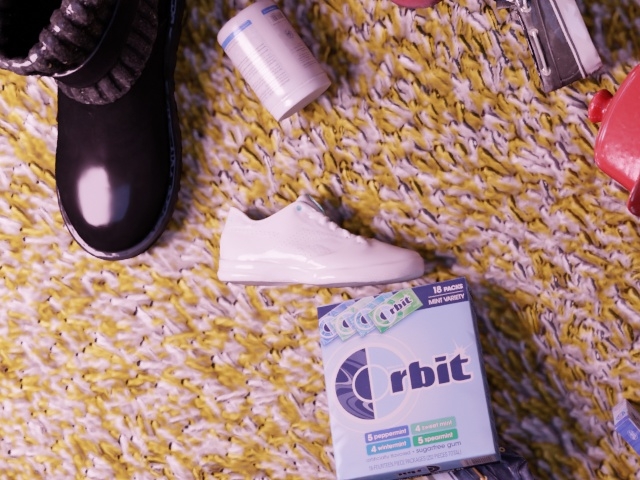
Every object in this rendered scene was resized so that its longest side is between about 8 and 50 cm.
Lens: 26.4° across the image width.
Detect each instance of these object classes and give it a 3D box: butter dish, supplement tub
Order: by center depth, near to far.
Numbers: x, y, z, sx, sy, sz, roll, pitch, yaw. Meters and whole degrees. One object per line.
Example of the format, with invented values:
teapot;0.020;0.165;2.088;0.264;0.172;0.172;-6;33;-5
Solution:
butter dish;0.308;-0.108;1.287;0.118;0.160;0.160;29;99;29
supplement tub;-0.047;-0.181;1.364;0.071;0.071;0.107;-35;88;10

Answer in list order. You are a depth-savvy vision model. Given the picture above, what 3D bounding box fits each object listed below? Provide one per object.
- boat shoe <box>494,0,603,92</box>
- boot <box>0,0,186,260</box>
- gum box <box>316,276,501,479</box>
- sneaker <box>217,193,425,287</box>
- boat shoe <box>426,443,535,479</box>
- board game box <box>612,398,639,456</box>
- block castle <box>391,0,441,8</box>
boat shoe;0.196;-0.250;1.315;0.070;0.078;0.219;-26;92;9
boot;-0.225;-0.145;1.300;0.131;0.260;0.348;3;95;9
gum box;0.085;0.140;1.343;0.157;0.041;0.184;-12;64;11
sneaker;0.000;0.000;1.373;0.212;0.080;0.094;2;83;11
boat shoe;0.146;0.218;1.374;0.083;0.065;0.183;-37;81;-9
board game box;0.321;0.201;1.324;0.020;0.090;0.090;-42;87;12
block castle;0.028;-0.462;1.265;0.303;0.213;0.453;13;90;20
